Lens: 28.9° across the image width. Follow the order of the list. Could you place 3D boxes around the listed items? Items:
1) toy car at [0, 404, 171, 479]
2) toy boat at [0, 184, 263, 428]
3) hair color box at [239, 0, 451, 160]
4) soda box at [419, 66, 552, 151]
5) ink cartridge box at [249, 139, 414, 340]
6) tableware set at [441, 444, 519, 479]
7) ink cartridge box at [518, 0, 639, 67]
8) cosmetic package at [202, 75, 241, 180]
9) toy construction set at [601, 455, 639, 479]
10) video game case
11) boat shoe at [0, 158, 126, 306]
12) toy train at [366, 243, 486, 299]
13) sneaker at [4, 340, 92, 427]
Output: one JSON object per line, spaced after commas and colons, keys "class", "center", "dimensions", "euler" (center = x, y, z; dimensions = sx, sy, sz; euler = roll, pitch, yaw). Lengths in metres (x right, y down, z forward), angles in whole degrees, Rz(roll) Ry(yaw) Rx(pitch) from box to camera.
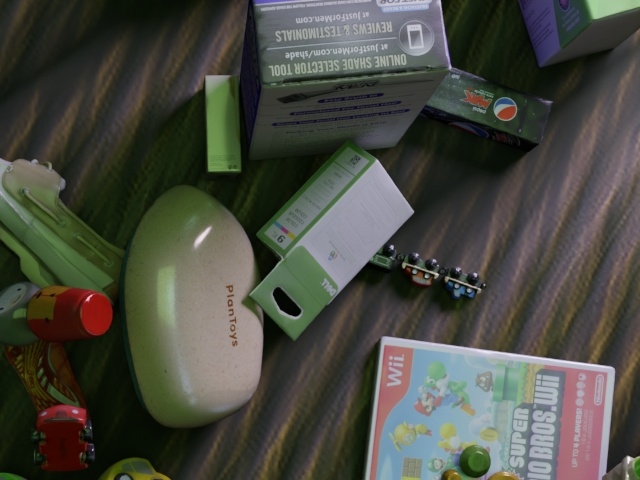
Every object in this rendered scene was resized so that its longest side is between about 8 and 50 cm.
{"class": "toy car", "center": [-0.298, 0.260, 1.355], "dimensions": [0.224, 0.239, 0.053], "euler": [-23, 47, 14]}
{"class": "toy boat", "center": [-0.195, 0.072, 1.330], "dimensions": [0.148, 0.318, 0.268], "euler": [-3, 87, 37]}
{"class": "hair color box", "center": [0.013, -0.176, 1.331], "dimensions": [0.185, 0.339, 0.110], "euler": [-6, 84, -7]}
{"class": "soda box", "center": [0.187, -0.162, 1.493], "dimensions": [0.168, 0.053, 0.060], "euler": [19, 81, -3]}
{"class": "ink cartridge box", "center": [0.000, 0.000, 1.417], "dimensions": [0.209, 0.109, 0.062], "euler": [-47, 47, -7]}
{"class": "tableware set", "center": [0.195, 0.316, 1.424], "dimensions": [0.104, 0.024, 0.154], "euler": [-41, 90, -10]}
{"class": "ink cartridge box", "center": [0.291, -0.367, 1.458], "dimensions": [0.114, 0.198, 0.273], "euler": [-16, 85, -8]}
{"class": "cosmetic package", "center": [-0.115, -0.131, 1.453], "dimensions": [0.041, 0.060, 0.115], "euler": [-1, 84, -8]}
{"class": "toy construction set", "center": [0.431, 0.350, 1.394], "dimensions": [0.327, 0.151, 0.215], "euler": [33, 46, -18]}
{"class": "video game case", "center": [0.197, 0.231, 1.458], "dimensions": [0.285, 0.025, 0.204], "euler": [8, 82, -5]}
{"class": "boat shoe", "center": [-0.333, -0.040, 1.397], "dimensions": [0.103, 0.113, 0.302], "euler": [-41, 101, -13]}
{"class": "toy train", "center": [0.120, 0.037, 1.473], "dimensions": [0.158, 0.027, 0.036], "euler": [18, 84, -3]}
{"class": "sneaker", "center": [-0.308, 0.149, 1.399], "dimensions": [0.064, 0.067, 0.175], "euler": [-22, 69, -2]}
